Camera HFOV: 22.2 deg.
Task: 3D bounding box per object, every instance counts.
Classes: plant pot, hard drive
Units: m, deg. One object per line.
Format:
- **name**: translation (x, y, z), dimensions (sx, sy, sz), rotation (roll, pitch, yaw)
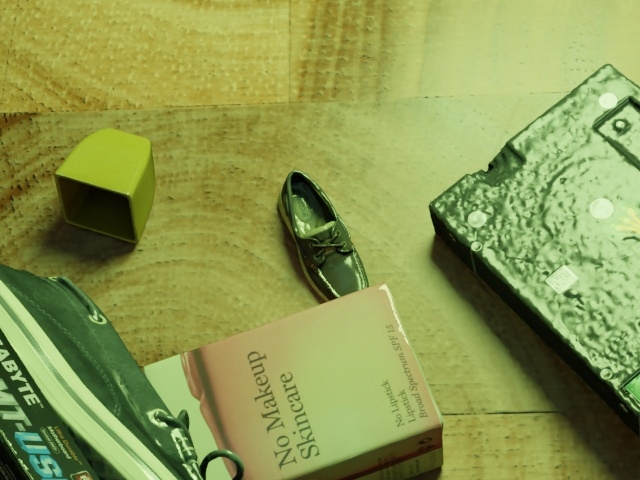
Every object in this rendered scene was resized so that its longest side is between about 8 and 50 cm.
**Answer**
- **plant pot**: translation (-0.202, -0.062, 1.593), dimensions (0.081, 0.081, 0.083), rotation (16, 57, 11)
- **hard drive**: translation (0.295, 0.017, 1.501), dimensions (0.237, 0.064, 0.339), rotation (-39, 61, -10)

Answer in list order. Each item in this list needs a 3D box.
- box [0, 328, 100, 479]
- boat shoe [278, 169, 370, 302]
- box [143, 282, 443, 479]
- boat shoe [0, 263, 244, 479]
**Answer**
- **box**: translation (-0.284, 0.250, 1.266), dimensions (0.295, 0.073, 0.293), rotation (52, 121, 20)
- **boat shoe**: translation (0.000, 0.000, 1.562), dimensions (0.056, 0.049, 0.152), rotation (-29, 67, -8)
- **box**: translation (-0.021, 0.157, 1.454), dimensions (0.232, 0.127, 0.148), rotation (-19, 67, -4)
- **boat shoe**: translation (-0.155, 0.208, 1.308), dimensions (0.500, 0.156, 0.187), rotation (50, 120, 22)
